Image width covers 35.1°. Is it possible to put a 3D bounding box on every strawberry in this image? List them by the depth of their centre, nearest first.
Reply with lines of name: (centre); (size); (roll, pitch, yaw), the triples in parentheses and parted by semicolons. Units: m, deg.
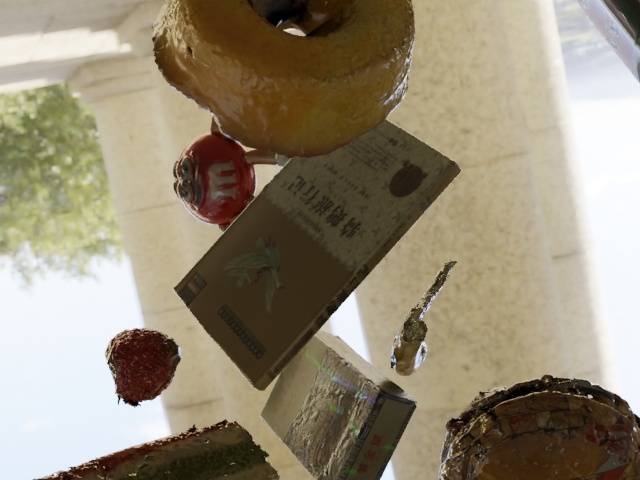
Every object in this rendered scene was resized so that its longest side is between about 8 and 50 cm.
strawberry: (-0.222, 0.155, 1.283); (0.106, 0.106, 0.106); (-11, -175, 1)

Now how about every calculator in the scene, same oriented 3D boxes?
calculator: (0.427, -0.290, 1.396); (0.045, 0.246, 0.141); (-34, 163, 7)

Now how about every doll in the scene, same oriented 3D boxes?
doll: (-0.129, -0.091, 1.408); (0.217, 0.183, 0.085); (13, -167, 32)

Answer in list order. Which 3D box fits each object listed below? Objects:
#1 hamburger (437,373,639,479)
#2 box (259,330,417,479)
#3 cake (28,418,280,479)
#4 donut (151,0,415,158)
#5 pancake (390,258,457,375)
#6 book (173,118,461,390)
hamburger: (0.226, 0.233, 1.006); (0.231, 0.231, 0.106); (-10, -147, 13)
box: (0.022, 0.292, 1.748); (0.084, 0.198, 0.310); (23, -174, -30)
cake: (-0.147, 0.231, 0.807); (0.221, 0.116, 0.086); (-9, -140, -45)
donut: (-0.027, -0.190, 0.931); (0.254, 0.253, 0.118); (-13, 152, -21)
pancake: (0.190, 0.128, 1.762); (0.057, 0.244, 0.266); (29, 159, 10)
book: (-0.014, -0.008, 1.111); (0.310, 0.021, 0.217); (-48, -138, -1)
